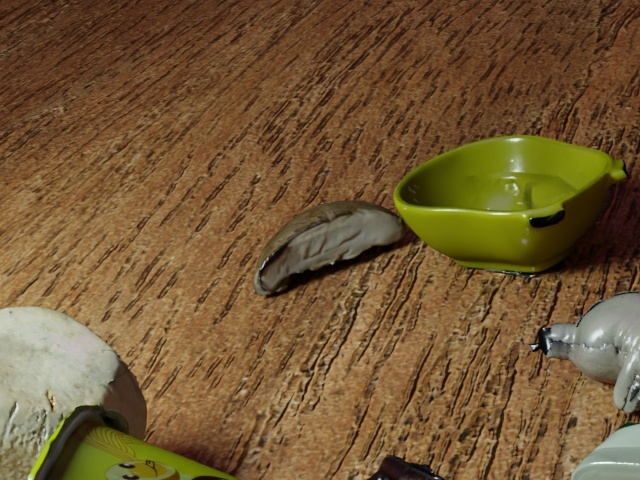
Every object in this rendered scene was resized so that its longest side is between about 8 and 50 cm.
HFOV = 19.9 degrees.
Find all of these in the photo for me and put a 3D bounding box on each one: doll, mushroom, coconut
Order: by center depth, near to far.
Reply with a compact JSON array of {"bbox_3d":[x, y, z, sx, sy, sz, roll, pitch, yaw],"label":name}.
[{"bbox_3d":[-0.287,0.196,1.776,0.227,0.230,0.227,13,36,-9],"label":"coconut"},{"bbox_3d":[0.321,0.110,1.808,0.149,0.095,0.192,-27,31,-24],"label":"doll"},{"bbox_3d":[-0.001,-0.001,2.224,0.210,0.072,0.094,-21,17,-18],"label":"mushroom"}]

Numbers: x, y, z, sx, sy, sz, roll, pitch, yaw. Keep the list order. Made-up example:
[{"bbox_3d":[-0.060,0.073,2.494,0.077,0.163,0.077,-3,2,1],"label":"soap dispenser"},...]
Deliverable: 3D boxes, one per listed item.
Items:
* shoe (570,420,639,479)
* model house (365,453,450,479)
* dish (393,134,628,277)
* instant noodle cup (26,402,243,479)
[{"bbox_3d":[0.356,0.199,1.602,0.265,0.095,0.110,1,27,31],"label":"shoe"},{"bbox_3d":[0.060,0.276,1.577,0.164,0.141,0.203,-44,12,-13],"label":"model house"},{"bbox_3d":[0.226,-0.031,2.136,0.262,0.108,0.221,11,33,44],"label":"dish"},{"bbox_3d":[-0.113,0.293,1.376,0.222,0.311,0.311,14,29,6],"label":"instant noodle cup"}]
